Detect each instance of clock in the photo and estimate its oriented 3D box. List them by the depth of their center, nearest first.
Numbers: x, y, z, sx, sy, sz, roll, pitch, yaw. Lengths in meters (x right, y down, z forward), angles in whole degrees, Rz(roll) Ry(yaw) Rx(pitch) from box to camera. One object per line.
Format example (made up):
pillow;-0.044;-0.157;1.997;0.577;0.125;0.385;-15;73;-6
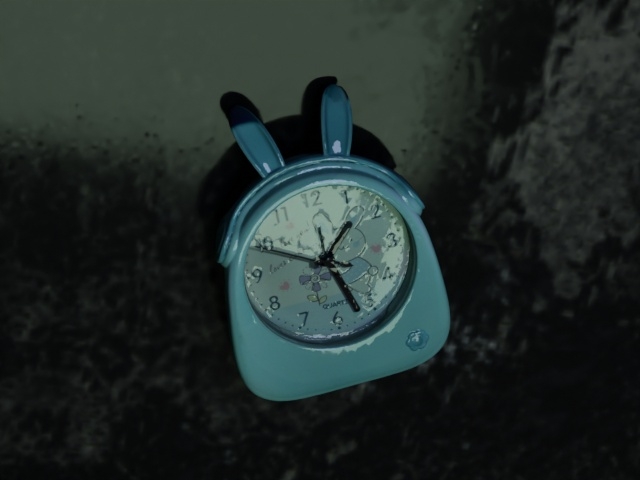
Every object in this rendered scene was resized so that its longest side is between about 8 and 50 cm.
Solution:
clock;0.000;0.000;0.921;0.108;0.045;0.147;-15;114;-7
